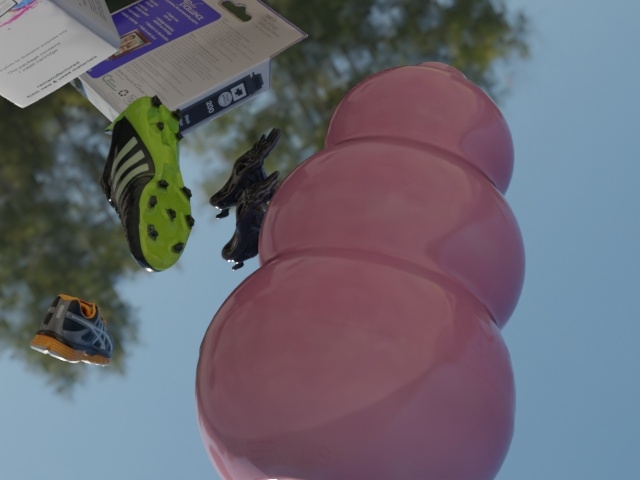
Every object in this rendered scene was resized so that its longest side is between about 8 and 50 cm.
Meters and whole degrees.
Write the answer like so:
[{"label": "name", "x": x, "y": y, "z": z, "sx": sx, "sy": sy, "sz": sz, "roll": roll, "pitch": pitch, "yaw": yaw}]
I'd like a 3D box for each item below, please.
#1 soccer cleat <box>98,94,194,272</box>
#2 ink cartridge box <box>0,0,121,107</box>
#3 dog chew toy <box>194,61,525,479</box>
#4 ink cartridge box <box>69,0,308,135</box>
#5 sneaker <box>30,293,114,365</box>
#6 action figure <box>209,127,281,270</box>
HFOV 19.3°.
[{"label": "soccer cleat", "x": -0.142, "y": -0.038, "z": 1.496, "sx": 0.072, "sy": 0.060, "sz": 0.179, "roll": -33, "pitch": -138, "yaw": 28}, {"label": "ink cartridge box", "x": -0.305, "y": -0.258, "z": 1.553, "sx": 0.117, "sy": 0.201, "sz": 0.278, "roll": -30, "pitch": 156, "yaw": 13}, {"label": "dog chew toy", "x": 0.043, "y": 0.028, "z": 1.229, "sx": 0.206, "sy": 0.206, "sz": 0.332, "roll": -15, "pitch": -131, "yaw": 46}, {"label": "ink cartridge box", "x": -0.147, "y": -0.194, "z": 1.961, "sx": 0.208, "sy": 0.045, "sz": 0.206, "roll": -30, "pitch": -137, "yaw": -18}, {"label": "sneaker", "x": -0.323, "y": 0.119, "z": 2.538, "sx": 0.215, "sy": 0.084, "sz": 0.083, "roll": 24, "pitch": 84, "yaw": -82}, {"label": "action figure", "x": 0.039, "y": 0.030, "z": 1.617, "sx": 0.141, "sy": 0.275, "sz": 0.164, "roll": -42, "pitch": -157, "yaw": 18}]
